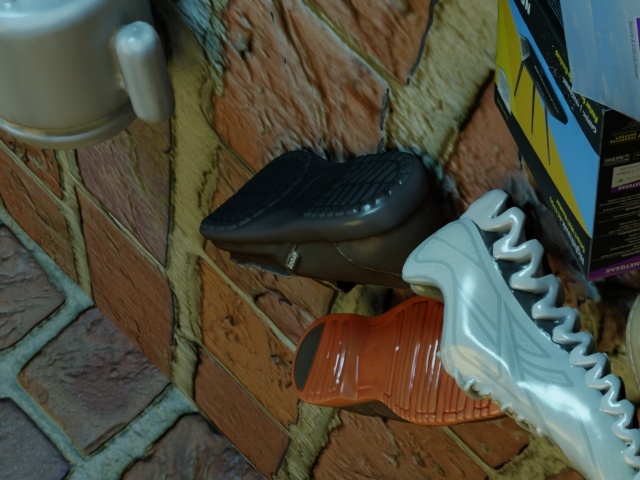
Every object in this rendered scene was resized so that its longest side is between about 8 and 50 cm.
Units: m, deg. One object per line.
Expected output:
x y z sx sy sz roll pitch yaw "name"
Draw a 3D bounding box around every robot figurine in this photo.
-0.269 -0.224 1.419 0.300 0.200 0.353 37 158 19 "robot figurine"

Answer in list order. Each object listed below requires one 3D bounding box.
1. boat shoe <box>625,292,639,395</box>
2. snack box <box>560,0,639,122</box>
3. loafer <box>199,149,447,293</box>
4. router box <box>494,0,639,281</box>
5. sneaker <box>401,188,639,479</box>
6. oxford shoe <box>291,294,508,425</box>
0.296 0.154 1.053 0.110 0.121 0.341 18 146 54 "boat shoe"
0.178 -0.167 0.547 0.070 0.207 0.174 33 157 37 "snack box"
0.000 0.000 1.373 0.130 0.134 0.366 55 160 -19 "loafer"
0.154 -0.085 0.857 0.179 0.046 0.133 -108 9 -45 "router box"
0.166 0.103 1.114 0.292 0.118 0.110 62 -178 27 "sneaker"
0.120 0.132 1.455 0.132 0.130 0.363 21 168 -31 "oxford shoe"
